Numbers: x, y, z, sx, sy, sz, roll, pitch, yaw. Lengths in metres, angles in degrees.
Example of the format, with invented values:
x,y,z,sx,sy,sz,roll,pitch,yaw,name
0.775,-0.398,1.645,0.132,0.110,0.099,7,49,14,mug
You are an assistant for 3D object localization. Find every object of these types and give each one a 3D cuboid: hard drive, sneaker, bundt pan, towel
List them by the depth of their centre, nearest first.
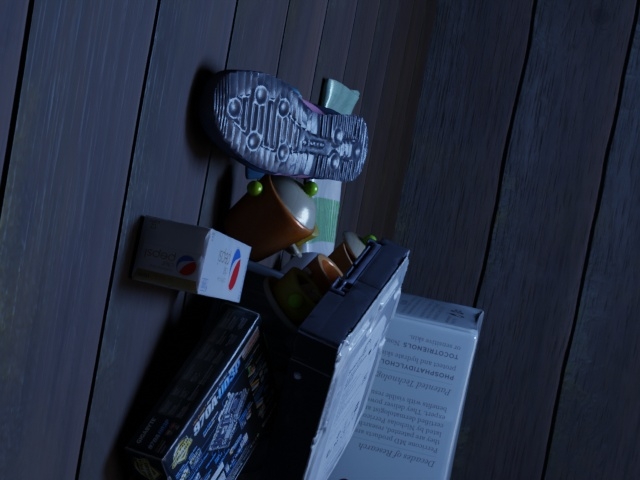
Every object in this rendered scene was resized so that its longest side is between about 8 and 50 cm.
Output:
x,y,z,sx,sy,sz,roll,pitch,yaw,name
-0.071,-0.131,1.505,0.319,0.131,0.112,18,84,-58,sneaker
0.013,0.186,1.606,0.237,0.064,0.338,-50,158,-52,hard drive
-0.082,0.191,1.741,0.331,0.124,0.330,12,90,-80,bundt pan
0.012,-0.113,2.227,0.248,0.038,0.324,-12,113,-79,towel

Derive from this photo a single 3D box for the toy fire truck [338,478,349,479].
x,y,z,sx,sy,sz,roll,pitch,yaw,name
-0.074,0.442,1.809,0.302,0.169,0.254,-34,-175,42,toy fire truck

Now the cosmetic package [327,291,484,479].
x,y,z,sx,sy,sz,roll,pitch,yaw,name
0.129,0.314,2.562,0.329,0.328,0.393,-27,129,-79,cosmetic package

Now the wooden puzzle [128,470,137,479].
x,y,z,sx,sy,sz,roll,pitch,yaw,name
-0.214,0.300,1.417,0.049,0.006,0.083,-60,159,-65,wooden puzzle

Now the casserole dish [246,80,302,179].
x,y,z,sx,sy,sz,roll,pitch,yaw,name
-0.060,-0.150,1.730,0.188,0.037,0.114,-61,161,-65,casserole dish

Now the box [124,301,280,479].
x,y,z,sx,sy,sz,roll,pitch,yaw,name
-0.126,0.209,1.441,0.220,0.051,0.175,-57,151,-35,box

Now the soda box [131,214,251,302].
x,y,z,sx,sy,sz,roll,pitch,yaw,name
-0.134,0.023,1.358,0.216,0.074,0.069,38,64,-80,soda box

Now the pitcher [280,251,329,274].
x,y,z,sx,sy,sz,roll,pitch,yaw,name
-0.038,0.135,2.009,0.178,0.126,0.207,-31,-142,48,pitcher

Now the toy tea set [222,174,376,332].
x,y,z,sx,sy,sz,roll,pitch,yaw,name
0.000,0.000,1.674,0.124,0.200,0.336,-36,175,15,toy tea set
